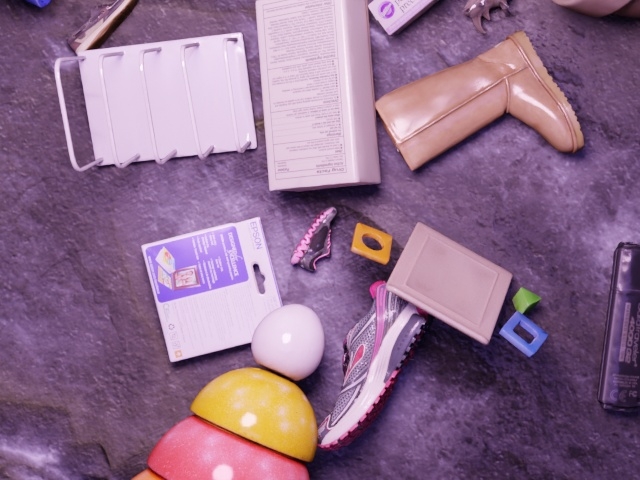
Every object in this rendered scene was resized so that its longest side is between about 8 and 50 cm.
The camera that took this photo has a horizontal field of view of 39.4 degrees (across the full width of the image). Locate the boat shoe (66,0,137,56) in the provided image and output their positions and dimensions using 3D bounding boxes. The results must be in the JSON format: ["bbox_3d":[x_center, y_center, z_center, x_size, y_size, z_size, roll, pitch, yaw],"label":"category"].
[{"bbox_3d":[-0.369,-0.375,1.511,0.049,0.056,0.152,44,93,-3],"label":"boat shoe"}]

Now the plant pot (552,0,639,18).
[{"bbox_3d":[0.551,-0.462,1.358,0.280,0.323,0.323,18,92,-13],"label":"plant pot"}]

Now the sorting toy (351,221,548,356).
[{"bbox_3d":[0.203,0.072,1.438,0.348,0.196,0.047,30,131,2],"label":"sorting toy"}]

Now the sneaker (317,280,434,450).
[{"bbox_3d":[0.074,0.210,1.472,0.112,0.121,0.299,30,85,17],"label":"sneaker"}]

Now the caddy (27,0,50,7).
[{"bbox_3d":[-0.453,-0.537,1.389,0.179,0.241,0.341,30,137,-3],"label":"caddy"}]

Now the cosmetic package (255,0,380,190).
[{"bbox_3d":[-0.002,-0.238,1.444,0.160,0.113,0.309,-3,92,24],"label":"cosmetic package"}]

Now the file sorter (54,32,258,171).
[{"bbox_3d":[-0.256,-0.219,1.432,0.278,0.173,0.192,-6,103,3],"label":"file sorter"}]

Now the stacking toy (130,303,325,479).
[{"bbox_3d":[-0.112,0.327,1.406,0.351,0.350,0.479,25,78,3],"label":"stacking toy"}]

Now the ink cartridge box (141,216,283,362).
[{"bbox_3d":[-0.175,0.083,1.509,0.208,0.045,0.206,-14,91,1],"label":"ink cartridge box"}]

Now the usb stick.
[{"bbox_3d":[0.507,0.142,1.475,0.077,0.045,0.278,7,91,-4],"label":"usb stick"}]

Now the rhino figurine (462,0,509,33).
[{"bbox_3d":[0.284,-0.462,1.467,0.106,0.073,0.243,8,93,7],"label":"rhino figurine"}]

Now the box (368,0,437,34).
[{"bbox_3d":[0.221,-0.451,1.414,0.324,0.067,0.063,-36,90,24],"label":"box"}]

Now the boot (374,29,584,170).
[{"bbox_3d":[0.259,-0.189,1.468,0.270,0.089,0.236,-29,76,2],"label":"boot"}]

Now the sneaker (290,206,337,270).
[{"bbox_3d":[0.000,0.000,1.504,0.057,0.047,0.119,33,100,-4],"label":"sneaker"}]
